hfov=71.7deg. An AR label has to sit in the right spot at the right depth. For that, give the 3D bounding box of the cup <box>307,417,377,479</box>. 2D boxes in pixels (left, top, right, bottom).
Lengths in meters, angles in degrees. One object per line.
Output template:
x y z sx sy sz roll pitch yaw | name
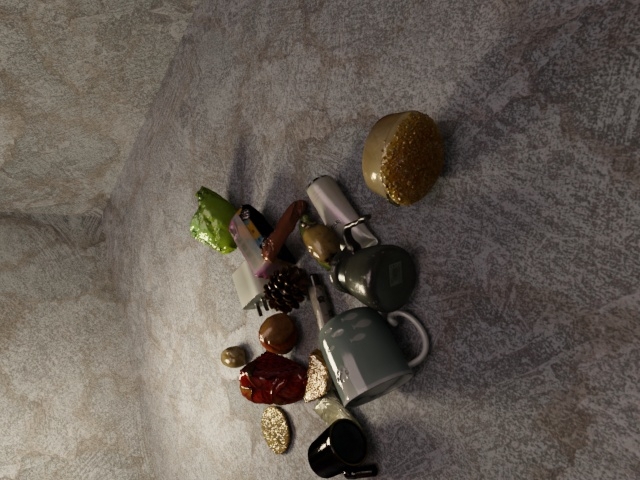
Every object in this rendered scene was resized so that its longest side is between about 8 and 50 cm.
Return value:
0.077 0.791 1.600 0.239 0.166 0.177 51 126 16 | cup

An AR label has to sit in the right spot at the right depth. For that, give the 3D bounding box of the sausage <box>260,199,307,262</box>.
-0.150 -0.052 1.854 0.079 0.087 0.326 26 66 11 | sausage

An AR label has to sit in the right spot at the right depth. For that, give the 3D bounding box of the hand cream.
0.074 -0.086 1.714 0.185 0.118 0.358 -45 67 38 | hand cream

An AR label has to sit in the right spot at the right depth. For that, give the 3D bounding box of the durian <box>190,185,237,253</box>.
-0.533 -0.090 2.285 0.340 0.204 0.255 34 87 3 | durian

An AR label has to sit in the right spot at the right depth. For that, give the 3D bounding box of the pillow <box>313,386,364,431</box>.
0.070 0.697 1.735 0.230 0.050 0.148 42 124 36 | pillow

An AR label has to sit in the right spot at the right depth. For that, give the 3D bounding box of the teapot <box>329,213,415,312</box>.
0.140 0.087 1.524 0.285 0.223 0.305 7 138 54 | teapot

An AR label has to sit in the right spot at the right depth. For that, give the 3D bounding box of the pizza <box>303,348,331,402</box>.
-0.001 0.549 1.757 0.147 0.069 0.226 4 89 49 | pizza

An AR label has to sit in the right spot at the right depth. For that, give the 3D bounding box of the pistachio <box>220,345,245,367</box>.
-0.448 0.598 2.261 0.185 0.126 0.108 -15 36 49 | pistachio

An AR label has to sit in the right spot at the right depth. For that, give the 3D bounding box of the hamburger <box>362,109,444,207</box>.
0.264 -0.256 1.372 0.170 0.302 0.302 22 105 37 | hamburger

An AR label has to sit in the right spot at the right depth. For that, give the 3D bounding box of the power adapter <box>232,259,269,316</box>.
-0.307 0.232 2.097 0.187 0.124 0.255 -44 58 38 | power adapter

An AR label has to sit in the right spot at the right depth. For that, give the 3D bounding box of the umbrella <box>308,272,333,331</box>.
0.013 0.294 1.792 0.073 0.067 0.337 -33 66 38 | umbrella

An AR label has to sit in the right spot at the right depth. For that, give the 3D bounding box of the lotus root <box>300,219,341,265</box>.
0.000 0.000 1.671 0.118 0.125 0.221 -32 62 1 | lotus root

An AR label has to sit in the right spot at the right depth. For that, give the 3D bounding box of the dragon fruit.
-0.171 0.575 1.889 0.330 0.302 0.240 -9 67 21 | dragon fruit

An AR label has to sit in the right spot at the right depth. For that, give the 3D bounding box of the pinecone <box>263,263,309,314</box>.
-0.139 0.195 1.886 0.186 0.168 0.212 35 105 9 | pinecone

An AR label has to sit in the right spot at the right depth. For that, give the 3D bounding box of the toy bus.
-0.288 0.006 2.024 0.162 0.171 0.386 -45 54 9 | toy bus

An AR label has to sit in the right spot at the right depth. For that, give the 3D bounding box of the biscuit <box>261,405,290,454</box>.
-0.207 0.872 2.039 0.220 0.033 0.219 0 90 49 | biscuit

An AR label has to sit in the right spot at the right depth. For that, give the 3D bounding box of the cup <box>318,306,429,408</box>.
0.183 0.362 1.506 0.357 0.259 0.274 -32 62 8 | cup

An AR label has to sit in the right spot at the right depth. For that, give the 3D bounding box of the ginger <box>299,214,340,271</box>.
-0.008 0.009 1.804 0.137 0.089 0.290 -53 53 38 | ginger

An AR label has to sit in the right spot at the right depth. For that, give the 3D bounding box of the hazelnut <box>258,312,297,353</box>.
-0.191 0.413 1.939 0.182 0.182 0.182 -2 88 47 | hazelnut
